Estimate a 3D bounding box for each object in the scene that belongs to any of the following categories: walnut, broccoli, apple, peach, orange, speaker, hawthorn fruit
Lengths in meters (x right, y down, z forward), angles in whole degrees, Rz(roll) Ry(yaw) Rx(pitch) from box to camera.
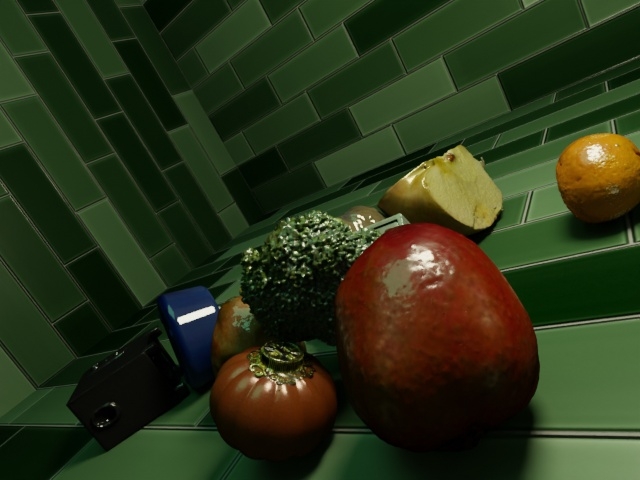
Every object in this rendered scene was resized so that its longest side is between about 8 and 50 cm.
[{"bbox_3d":[0.104,0.029,1.223,0.248,0.248,0.248,-27,14,7],"label":"walnut"},{"bbox_3d":[-0.011,0.081,0.834,0.288,0.260,0.235,8,68,19],"label":"broccoli"},{"bbox_3d":[0.323,-0.121,1.230,0.314,0.252,0.309,17,39,36],"label":"apple"},{"bbox_3d":[-0.142,0.230,0.990,0.214,0.235,0.214,-18,12,4],"label":"peach"},{"bbox_3d":[0.587,-0.133,0.925,0.161,0.193,0.193,-15,19,32],"label":"orange"},{"bbox_3d":[-0.529,0.399,1.249,0.254,0.184,0.232,-34,14,-12],"label":"speaker"},{"bbox_3d":[0.150,0.133,0.607,0.295,0.311,0.295,-9,7,1],"label":"hawthorn fruit"}]

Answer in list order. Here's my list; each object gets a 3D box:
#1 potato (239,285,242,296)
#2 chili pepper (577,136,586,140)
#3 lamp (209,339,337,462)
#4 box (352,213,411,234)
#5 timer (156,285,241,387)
[{"bbox_3d":[-0.244,0.180,1.678,0.171,0.080,0.107,-10,36,50],"label":"potato"},{"bbox_3d":[0.755,-0.240,1.234,0.064,0.071,0.272,15,32,9],"label":"chili pepper"},{"bbox_3d":[-0.080,0.276,0.773,0.223,0.196,0.223,10,16,-3],"label":"lamp"},{"bbox_3d":[0.118,0.097,0.980,0.225,0.117,0.225,-22,54,28],"label":"box"},{"bbox_3d":[-0.238,0.214,1.267,0.384,0.270,0.270,-22,10,-25],"label":"timer"}]
